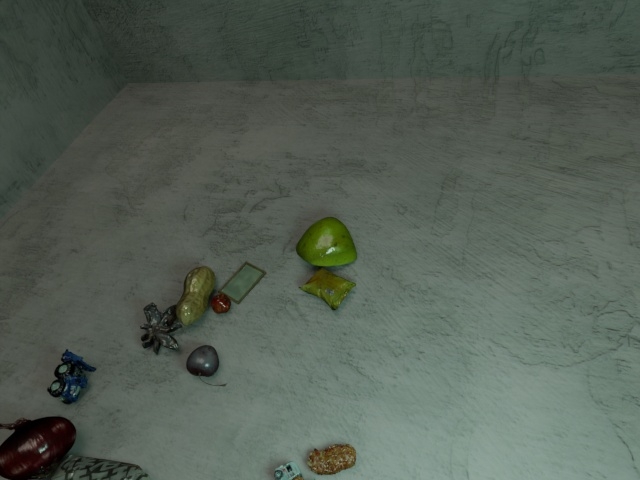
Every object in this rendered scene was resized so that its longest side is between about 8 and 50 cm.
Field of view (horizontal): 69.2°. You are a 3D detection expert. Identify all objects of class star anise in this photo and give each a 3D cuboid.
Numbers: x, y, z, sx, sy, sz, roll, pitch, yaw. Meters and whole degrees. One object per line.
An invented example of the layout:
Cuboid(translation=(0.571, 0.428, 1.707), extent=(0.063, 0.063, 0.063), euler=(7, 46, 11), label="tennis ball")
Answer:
Cuboid(translation=(-0.705, 0.377, 2.035), extent=(0.198, 0.110, 0.257), euler=(-11, 55, 5), label="star anise")

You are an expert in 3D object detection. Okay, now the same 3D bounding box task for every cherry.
Cuboid(translation=(-0.442, 0.493, 1.875), extent=(0.188, 0.115, 0.148), euler=(4, 13, 9), label="cherry")

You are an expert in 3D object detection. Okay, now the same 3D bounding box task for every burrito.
Cuboid(translation=(-0.757, 0.851, 1.649), extent=(0.445, 0.101, 0.139), euler=(-3, 44, 15), label="burrito")

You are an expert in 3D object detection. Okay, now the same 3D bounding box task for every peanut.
Cuboid(translation=(-0.563, 0.242, 2.088), extent=(0.149, 0.149, 0.313), euler=(0, 50, 15), label="peanut")

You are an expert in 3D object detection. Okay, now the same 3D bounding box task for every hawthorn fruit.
Cuboid(translation=(-0.442, 0.279, 2.060), extent=(0.093, 0.093, 0.093), euler=(-8, 49, 9), label="hawthorn fruit")

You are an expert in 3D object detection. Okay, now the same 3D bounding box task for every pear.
Cuboid(translation=(0.002, -0.001, 2.119), extent=(0.239, 0.139, 0.288), euler=(-25, 47, -21), label="pear")

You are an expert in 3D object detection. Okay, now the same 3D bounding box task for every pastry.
Cuboid(translation=(0.043, 0.740, 1.556), extent=(0.169, 0.063, 0.087), euler=(-14, 39, 10), label="pastry")

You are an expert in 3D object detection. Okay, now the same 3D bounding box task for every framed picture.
Cuboid(translation=(-0.364, 0.195, 2.164), extent=(0.136, 0.010, 0.201), euler=(24, 59, 32), label="framed picture")

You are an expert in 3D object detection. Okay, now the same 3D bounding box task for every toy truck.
Cuboid(translation=(-0.069, 0.807, 1.513), extent=(0.115, 0.080, 0.178), euler=(-28, 50, -16), label="toy truck")
Cuboid(translation=(-1.039, 0.569, 1.956), extent=(0.126, 0.113, 0.208), euler=(-10, 50, 6), label="toy truck")

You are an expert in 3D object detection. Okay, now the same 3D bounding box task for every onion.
Cuboid(translation=(-1.056, 0.734, 1.702), extent=(0.273, 0.273, 0.285), euler=(-37, 81, -17), label="onion")

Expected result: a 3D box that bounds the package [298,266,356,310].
Cuboid(translation=(0.027, 0.199, 1.998), extent=(0.226, 0.090, 0.168), euler=(23, 56, 35), label="package")
